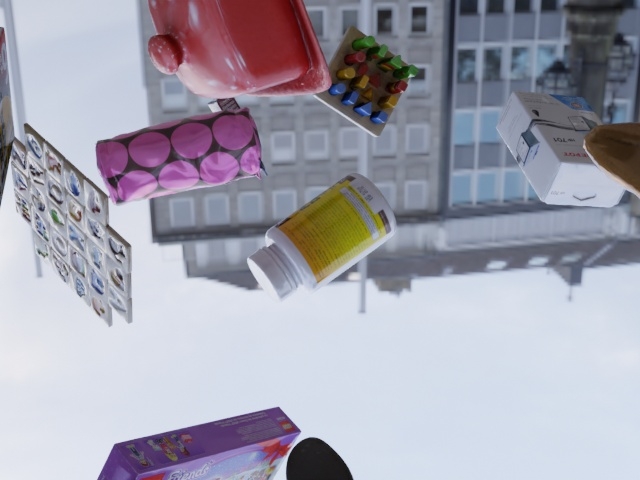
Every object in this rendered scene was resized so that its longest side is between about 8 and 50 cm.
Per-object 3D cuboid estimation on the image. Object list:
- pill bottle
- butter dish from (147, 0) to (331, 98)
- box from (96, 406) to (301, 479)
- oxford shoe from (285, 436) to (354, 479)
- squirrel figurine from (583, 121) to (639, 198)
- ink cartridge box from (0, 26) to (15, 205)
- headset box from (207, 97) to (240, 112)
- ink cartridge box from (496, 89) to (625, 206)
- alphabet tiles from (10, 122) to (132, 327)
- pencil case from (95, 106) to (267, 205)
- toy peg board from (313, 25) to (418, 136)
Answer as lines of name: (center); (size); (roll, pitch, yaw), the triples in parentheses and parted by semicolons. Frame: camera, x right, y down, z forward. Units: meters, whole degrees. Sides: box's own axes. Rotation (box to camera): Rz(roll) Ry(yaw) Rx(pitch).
pill bottle: (0.000, 0.000, 1.515); (0.215, 0.117, 0.117); (-35, -148, -14)
butter dish: (-0.091, -0.177, 0.846); (0.118, 0.160, 0.160); (-34, -157, -27)
box: (-0.176, 0.328, 1.311); (0.057, 0.201, 0.293); (43, -154, 30)
oxford shoe: (0.029, 0.302, 1.071); (0.076, 0.076, 0.212); (-38, -129, 4)
squirrel figurine: (0.565, 0.007, 1.215); (0.281, 0.370, 0.397); (-34, -134, 3)
ink cartridge box: (-0.527, -0.121, 1.459); (0.130, 0.271, 0.309); (0, -140, -9)
headset box: (-0.152, -0.209, 1.676); (0.032, 0.083, 0.062); (-37, -164, -14)
ink cartridge box: (0.380, -0.145, 1.572); (0.140, 0.082, 0.190); (2, -140, -21)
alphabet tiles: (-0.409, -0.022, 1.640); (0.011, 0.285, 0.342); (-28, -127, -34)
pencil case: (-0.178, -0.102, 1.287); (0.209, 0.098, 0.095); (-11, -135, -8)
toy peg board: (0.098, -0.312, 1.964); (0.161, 0.160, 0.079); (31, 170, -20)
